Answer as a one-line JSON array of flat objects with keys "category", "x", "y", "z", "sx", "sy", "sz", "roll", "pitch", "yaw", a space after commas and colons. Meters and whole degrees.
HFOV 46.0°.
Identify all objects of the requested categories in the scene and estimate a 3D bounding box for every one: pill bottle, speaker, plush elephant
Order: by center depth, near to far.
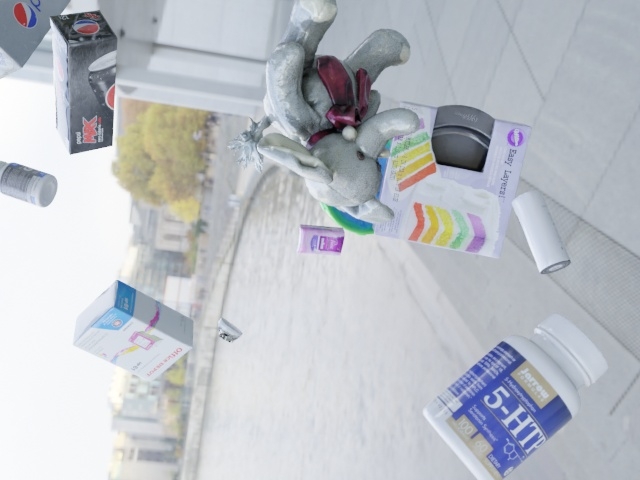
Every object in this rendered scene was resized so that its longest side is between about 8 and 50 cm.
[{"category": "pill bottle", "x": 0.216, "y": 0.170, "z": 0.829, "sx": 0.187, "sy": 0.112, "sz": 0.112, "roll": -41, "pitch": 8, "yaw": -3}, {"category": "plush elephant", "x": 0.028, "y": -0.168, "z": 1.136, "sx": 0.330, "sy": 0.272, "sz": 0.255, "roll": -48, "pitch": 60, "yaw": 15}, {"category": "speaker", "x": 0.372, "y": -0.015, "z": 1.273, "sx": 0.055, "sy": 0.055, "sz": 0.136, "roll": 114, "pitch": 142, "yaw": -64}, {"category": "pill bottle", "x": -0.657, "y": -0.127, "z": 1.657, "sx": 0.078, "sy": 0.137, "sz": 0.078, "roll": 18, "pitch": -90, "yaw": -82}]

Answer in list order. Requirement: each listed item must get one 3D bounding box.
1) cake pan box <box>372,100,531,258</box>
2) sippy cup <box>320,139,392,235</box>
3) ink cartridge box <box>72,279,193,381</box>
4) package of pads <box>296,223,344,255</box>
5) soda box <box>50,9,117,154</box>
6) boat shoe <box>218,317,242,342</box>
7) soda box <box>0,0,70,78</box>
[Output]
[{"category": "cake pan box", "x": 0.242, "y": -0.118, "z": 1.404, "sx": 0.070, "sy": 0.246, "sz": 0.266, "roll": -81, "pitch": 3, "yaw": -77}, {"category": "sippy cup", "x": 0.079, "y": -0.146, "z": 1.793, "sx": 0.224, "sy": 0.240, "sz": 0.305, "roll": -147, "pitch": 38, "yaw": -70}, {"category": "ink cartridge box", "x": -0.235, "y": 0.117, "z": 0.957, "sx": 0.088, "sy": 0.122, "sz": 0.052, "roll": -40, "pitch": 36, "yaw": 24}, {"category": "package of pads", "x": 0.000, "y": 0.000, "z": 1.358, "sx": 0.032, "sy": 0.083, "sz": 0.050, "roll": -109, "pitch": 26, "yaw": -66}, {"category": "soda box", "x": -0.276, "y": -0.181, "z": 0.882, "sx": 0.053, "sy": 0.060, "sz": 0.169, "roll": 56, "pitch": 147, "yaw": 27}, {"category": "boat shoe", "x": -0.215, "y": 0.216, "z": 1.761, "sx": 0.040, "sy": 0.049, "sz": 0.142, "roll": -47, "pitch": -15, "yaw": -6}, {"category": "soda box", "x": -0.538, "y": -0.423, "z": 1.368, "sx": 0.098, "sy": 0.091, "sz": 0.286, "roll": 48, "pitch": -136, "yaw": -36}]
